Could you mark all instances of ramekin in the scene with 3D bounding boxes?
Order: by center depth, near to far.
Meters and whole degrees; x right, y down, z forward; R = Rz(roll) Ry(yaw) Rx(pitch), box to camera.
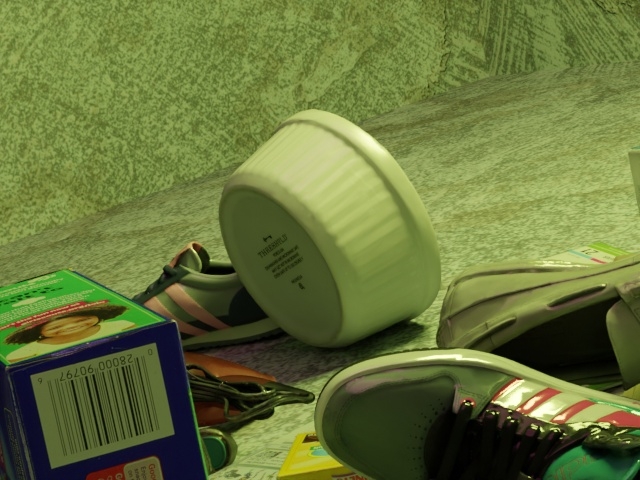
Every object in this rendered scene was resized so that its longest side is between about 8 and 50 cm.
[{"bbox_3d":[0.000,0.000,1.969,0.127,0.272,0.273,-35,20,-28],"label":"ramekin"}]

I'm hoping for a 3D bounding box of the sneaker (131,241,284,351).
[{"bbox_3d":[-0.179,0.070,2.146,0.319,0.131,0.112,-12,11,9],"label":"sneaker"}]

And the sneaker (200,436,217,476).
[{"bbox_3d":[-0.217,0.206,1.478,0.276,0.135,0.097,-13,12,9],"label":"sneaker"}]

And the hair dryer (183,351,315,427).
[{"bbox_3d":[-0.104,0.157,1.669,0.224,0.080,0.293,10,2,10],"label":"hair dryer"}]

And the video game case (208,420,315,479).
[{"bbox_3d":[0.035,0.203,1.365,0.244,0.061,0.270,-21,13,-41],"label":"video game case"}]

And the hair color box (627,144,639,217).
[{"bbox_3d":[0.473,-0.024,1.689,0.105,0.173,0.347,-20,12,-35],"label":"hair color box"}]

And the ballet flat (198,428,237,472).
[{"bbox_3d":[-0.160,0.206,1.646,0.168,0.057,0.052,-3,2,8],"label":"ballet flat"}]

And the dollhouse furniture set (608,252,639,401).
[{"bbox_3d":[0.297,0.115,1.428,0.129,0.129,0.183,-7,42,36],"label":"dollhouse furniture set"}]

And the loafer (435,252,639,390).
[{"bbox_3d":[0.243,0.065,1.305,0.320,0.112,0.111,-10,40,22],"label":"loafer"}]

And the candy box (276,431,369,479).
[{"bbox_3d":[0.075,0.156,1.319,0.206,0.027,0.105,-11,12,10],"label":"candy box"}]

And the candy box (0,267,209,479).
[{"bbox_3d":[-0.167,0.174,1.211,0.122,0.268,0.317,-14,10,-20],"label":"candy box"}]

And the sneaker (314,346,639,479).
[{"bbox_3d":[0.144,0.160,1.158,0.296,0.123,0.178,10,10,-5],"label":"sneaker"}]

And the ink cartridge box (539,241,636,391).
[{"bbox_3d":[0.194,0.091,1.655,0.255,0.097,0.189,-15,11,-12],"label":"ink cartridge box"}]
